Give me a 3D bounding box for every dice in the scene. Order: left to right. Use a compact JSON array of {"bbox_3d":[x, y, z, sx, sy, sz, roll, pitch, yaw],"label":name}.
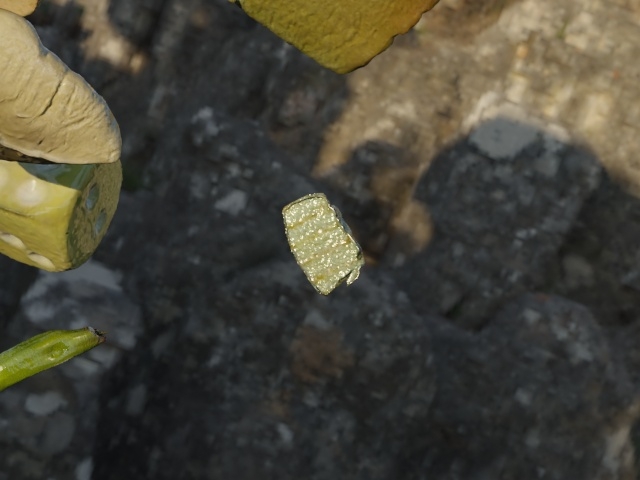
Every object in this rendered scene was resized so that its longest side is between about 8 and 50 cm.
[{"bbox_3d":[-0.382,-0.069,1.765,0.166,0.169,0.169,18,-26,10],"label":"dice"}]

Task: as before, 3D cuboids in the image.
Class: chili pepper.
[{"bbox_3d":[-0.349,0.144,1.529,0.202,0.050,0.052,-24,40,-16],"label":"chili pepper"}]

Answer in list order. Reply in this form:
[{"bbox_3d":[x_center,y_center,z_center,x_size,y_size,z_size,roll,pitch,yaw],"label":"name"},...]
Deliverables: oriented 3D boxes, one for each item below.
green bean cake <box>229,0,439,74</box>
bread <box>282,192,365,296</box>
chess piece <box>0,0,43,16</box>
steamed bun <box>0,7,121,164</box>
[{"bbox_3d":[0.020,-0.333,1.435,0.236,0.233,0.124,33,32,-26],"label":"green bean cake"},{"bbox_3d":[0.002,0.005,2.023,0.103,0.156,0.110,-24,-1,-3],"label":"bread"},{"bbox_3d":[-0.321,-0.414,1.565,0.137,0.301,0.137,19,-36,15],"label":"chess piece"},{"bbox_3d":[-0.367,-0.161,1.472,0.231,0.110,0.212,6,-38,23],"label":"steamed bun"}]
